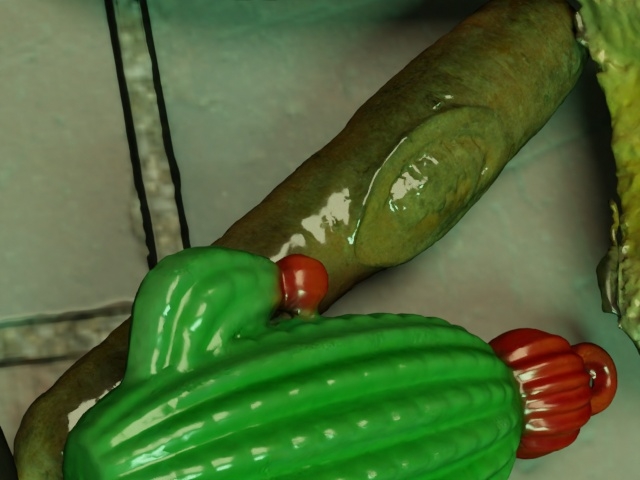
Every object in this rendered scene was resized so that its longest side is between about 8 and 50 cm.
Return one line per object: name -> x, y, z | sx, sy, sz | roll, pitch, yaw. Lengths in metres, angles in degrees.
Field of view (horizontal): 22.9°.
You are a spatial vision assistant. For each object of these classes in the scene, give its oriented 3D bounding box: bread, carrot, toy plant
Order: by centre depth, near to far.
toy plant -> 0.016, 0.090, 0.611 | 0.240, 0.088, 0.154 | 18, 73, -30
carrot -> -0.001, -0.001, 0.669 | 0.070, 0.070, 0.342 | 44, 65, 10
bread -> 0.175, -0.024, 0.695 | 0.140, 0.169, 0.160 | 15, 98, -38

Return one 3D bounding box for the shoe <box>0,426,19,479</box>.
shoe -> -0.252, 0.036, 0.494 | 0.384, 0.237, 0.171 | 41, 63, 8
